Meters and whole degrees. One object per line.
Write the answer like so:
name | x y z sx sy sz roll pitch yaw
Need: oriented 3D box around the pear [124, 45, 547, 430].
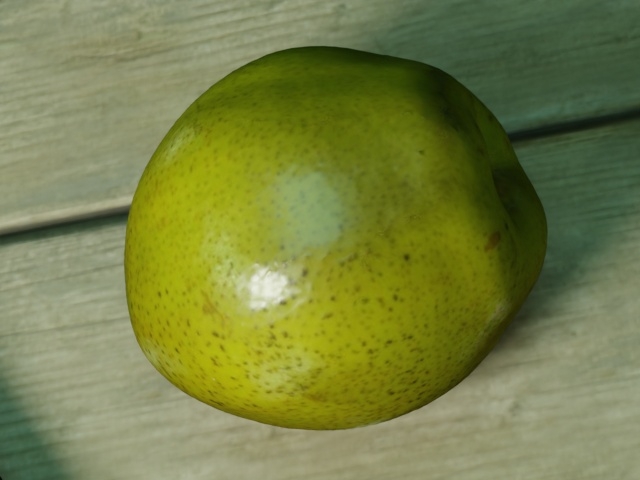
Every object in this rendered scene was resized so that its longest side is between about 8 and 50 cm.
pear | 0.000 0.000 1.341 0.294 0.294 0.294 -4 61 8

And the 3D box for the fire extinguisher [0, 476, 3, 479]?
fire extinguisher | -0.240 0.227 1.333 0.102 0.138 0.344 -37 61 -6
